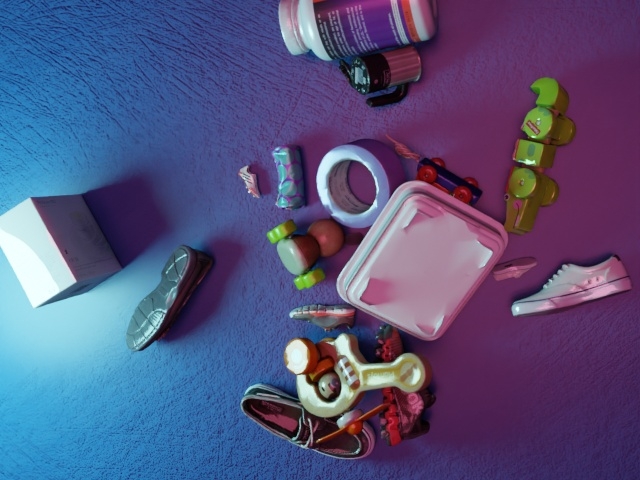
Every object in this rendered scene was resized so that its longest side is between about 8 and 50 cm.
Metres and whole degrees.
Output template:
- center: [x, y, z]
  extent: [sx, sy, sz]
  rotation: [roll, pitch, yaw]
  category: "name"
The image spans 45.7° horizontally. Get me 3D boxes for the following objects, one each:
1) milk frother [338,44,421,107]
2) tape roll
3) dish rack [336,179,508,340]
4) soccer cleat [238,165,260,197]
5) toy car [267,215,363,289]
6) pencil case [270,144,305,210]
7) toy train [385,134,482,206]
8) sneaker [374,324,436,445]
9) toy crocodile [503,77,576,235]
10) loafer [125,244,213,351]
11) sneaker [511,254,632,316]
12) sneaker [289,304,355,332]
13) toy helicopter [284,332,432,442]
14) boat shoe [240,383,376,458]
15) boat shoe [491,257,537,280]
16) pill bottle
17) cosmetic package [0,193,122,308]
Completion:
- center: [0.127, -0.383, 1.694]
  extent: [0.134, 0.129, 0.143]
  rotation: [-18, 58, -21]
  category: "milk frother"
- center: [0.090, -0.127, 1.691]
  extent: [0.189, 0.080, 0.189]
  rotation: [13, 113, 32]
  category: "tape roll"
- center: [0.222, 0.062, 1.651]
  extent: [0.285, 0.072, 0.333]
  rotation: [27, 112, -11]
  category: "dish rack"
- center: [-0.163, -0.140, 1.807]
  extent: [0.035, 0.029, 0.083]
  rotation: [-36, 83, 17]
  category: "soccer cleat"
- center: [0.000, 0.000, 1.756]
  extent: [0.188, 0.149, 0.155]
  rotation: [-31, 92, -16]
  category: "toy car"
- center: [-0.075, -0.146, 1.769]
  extent: [0.070, 0.064, 0.152]
  rotation: [-5, 94, -4]
  category: "pencil case"
- center: [0.221, -0.116, 1.699]
  extent: [0.248, 0.105, 0.143]
  rotation: [32, 115, 9]
  category: "toy train"
- center: [0.193, 0.327, 1.740]
  extent: [0.135, 0.097, 0.276]
  rotation: [-6, 88, 3]
  category: "sneaker"
- center: [0.458, -0.178, 1.630]
  extent: [0.105, 0.115, 0.341]
  rotation: [21, 102, 44]
  category: "toy crocodile"
- center: [-0.362, 0.151, 1.845]
  extent: [0.109, 0.095, 0.303]
  rotation: [45, 108, 40]
  category: "loafer"
- center: [0.539, 0.101, 1.658]
  extent: [0.258, 0.094, 0.091]
  rotation: [-17, 73, 9]
  category: "sneaker"
- center: [0.004, 0.188, 1.786]
  extent: [0.157, 0.061, 0.065]
  rotation: [-1, 101, 13]
  category: "sneaker"
- center: [0.087, 0.317, 1.656]
  extent: [0.355, 0.140, 0.235]
  rotation: [-14, 76, 38]
  category: "toy helicopter"
- center: [-0.038, 0.440, 1.785]
  extent: [0.335, 0.119, 0.121]
  rotation: [17, 98, 10]
  category: "boat shoe"
- center: [0.435, 0.067, 1.698]
  extent: [0.100, 0.035, 0.035]
  rotation: [-17, 119, 9]
  category: "boat shoe"
- center: [0.081, -0.495, 1.637]
  extent: [0.322, 0.181, 0.182]
  rotation: [-8, 93, 18]
  category: "pill bottle"
- center: [-0.627, 0.017, 1.819]
  extent: [0.138, 0.224, 0.225]
  rotation: [-31, 89, 13]
  category: "cosmetic package"
